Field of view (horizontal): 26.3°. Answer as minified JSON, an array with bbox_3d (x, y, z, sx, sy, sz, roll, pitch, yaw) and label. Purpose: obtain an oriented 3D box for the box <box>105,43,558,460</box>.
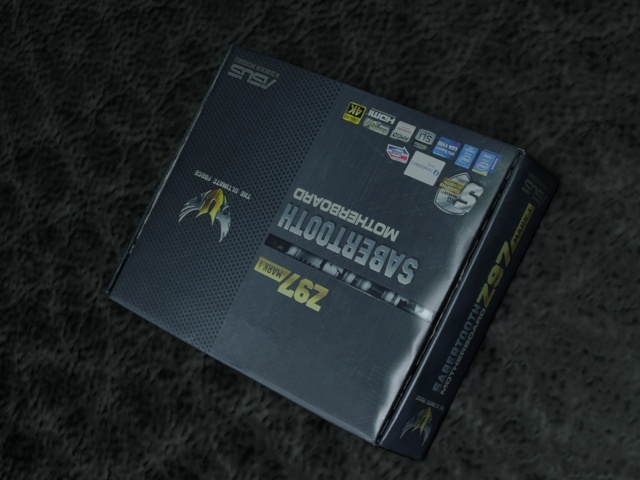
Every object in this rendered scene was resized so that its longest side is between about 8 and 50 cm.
[{"bbox_3d":[0.000,0.000,0.823,0.232,0.059,0.183,26,88,36],"label":"box"}]
